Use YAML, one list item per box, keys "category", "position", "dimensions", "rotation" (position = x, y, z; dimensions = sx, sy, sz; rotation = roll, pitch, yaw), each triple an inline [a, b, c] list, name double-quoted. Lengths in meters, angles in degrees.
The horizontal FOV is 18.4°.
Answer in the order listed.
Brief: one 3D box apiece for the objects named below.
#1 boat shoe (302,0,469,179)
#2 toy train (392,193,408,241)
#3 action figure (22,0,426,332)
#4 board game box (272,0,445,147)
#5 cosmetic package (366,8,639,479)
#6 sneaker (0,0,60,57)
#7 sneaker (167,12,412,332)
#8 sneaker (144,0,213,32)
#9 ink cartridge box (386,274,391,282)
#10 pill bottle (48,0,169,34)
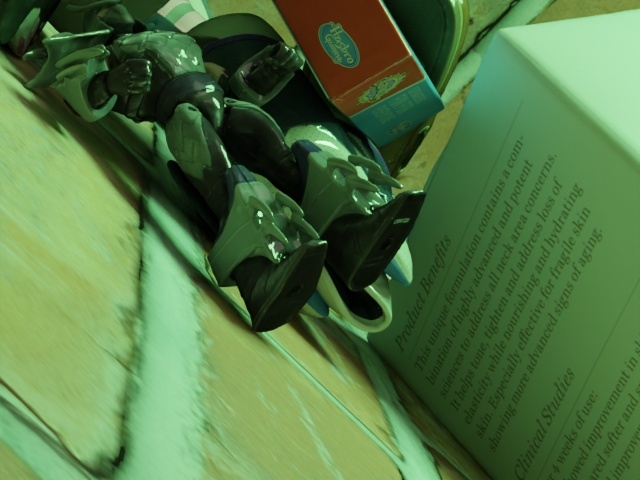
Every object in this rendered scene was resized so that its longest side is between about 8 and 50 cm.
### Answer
- category: "boat shoe"
  position: [0.044, -0.120, 1.658]
  dimensions: [0.111, 0.307, 0.104]
  rotation: [45, 42, 11]
- category: "toy train"
  position: [0.077, -0.011, 2.217]
  dimensions: [0.184, 0.080, 0.105]
  rotation: [28, -7, -11]
- category: "action figure"
  position: [-0.068, -0.075, 1.254]
  dimensions: [0.185, 0.099, 0.285]
  rotation: [-17, 53, -40]
- category: "board game box"
  position: [-0.024, -0.231, 1.445]
  dimensions: [0.317, 0.064, 0.242]
  rotation: [60, 6, 8]
- category: "cosmetic package"
  position: [0.311, 0.053, 1.572]
  dimensions: [0.327, 0.329, 0.394]
  rotation: [-13, 48, -38]
- category: "sneaker"
  position: [-0.213, -0.173, 1.295]
  dimensions: [0.077, 0.072, 0.178]
  rotation: [35, -1, 0]
- category: "sneaker"
  position: [0.000, 0.000, 1.467]
  dimensions: [0.236, 0.130, 0.323]
  rotation: [66, 6, 35]
- category: "sneaker"
  position: [-0.144, -0.162, 1.792]
  dimensions: [0.131, 0.112, 0.319]
  rotation: [16, 21, -36]
- category: "ink cartridge box"
  position: [0.068, 0.047, 2.145]
  dimensions: [0.063, 0.029, 0.115]
  rotation: [46, 5, 16]
- category: "pill bottle"
  position: [-0.246, -0.326, 1.480]
  dimensions: [0.361, 0.204, 0.204]
  rotation: [46, 3, -28]
